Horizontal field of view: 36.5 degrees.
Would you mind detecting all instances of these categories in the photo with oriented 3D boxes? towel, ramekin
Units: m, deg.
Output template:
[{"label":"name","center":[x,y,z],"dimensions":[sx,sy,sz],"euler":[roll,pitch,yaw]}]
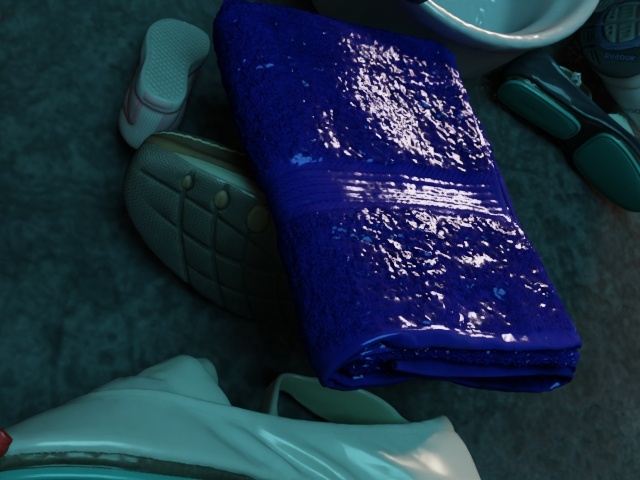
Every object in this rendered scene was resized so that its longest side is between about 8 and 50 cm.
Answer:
[{"label":"towel","center":[0.056,-0.040,0.687],"dimensions":[0.227,0.076,0.308],"euler":[8,50,-38]},{"label":"ramekin","center":[0.110,-0.276,0.873],"dimensions":[0.277,0.135,0.277],"euler":[8,73,-26]}]

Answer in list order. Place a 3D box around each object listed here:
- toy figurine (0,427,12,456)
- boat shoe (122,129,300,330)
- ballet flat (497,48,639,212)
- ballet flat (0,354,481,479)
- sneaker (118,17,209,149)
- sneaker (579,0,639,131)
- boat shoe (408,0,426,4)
[{"label":"toy figurine","center":[-0.278,0.105,0.434],"dimensions":[0.362,0.217,0.191],"euler":[40,77,15]},{"label":"boat shoe","center":[0.000,0.000,0.756],"dimensions":[0.324,0.123,0.116],"euler":[28,42,-22]},{"label":"ballet flat","center":[0.261,-0.113,0.945],"dimensions":[0.203,0.074,0.074],"euler":[38,62,-10]},{"label":"ballet flat","center":[-0.055,0.150,0.682],"dimensions":[0.400,0.139,0.139],"euler":[15,69,-28]},{"label":"sneaker","center":[-0.126,-0.119,0.760],"dimensions":[0.050,0.070,0.134],"euler":[21,37,-12]},{"label":"sneaker","center":[0.333,-0.233,1.008],"dimensions":[0.129,0.111,0.297],"euler":[57,43,-38]},{"label":"boat shoe","center":[0.107,-0.322,0.753],"dimensions":[0.119,0.121,0.335],"euler":[37,73,-22]}]
